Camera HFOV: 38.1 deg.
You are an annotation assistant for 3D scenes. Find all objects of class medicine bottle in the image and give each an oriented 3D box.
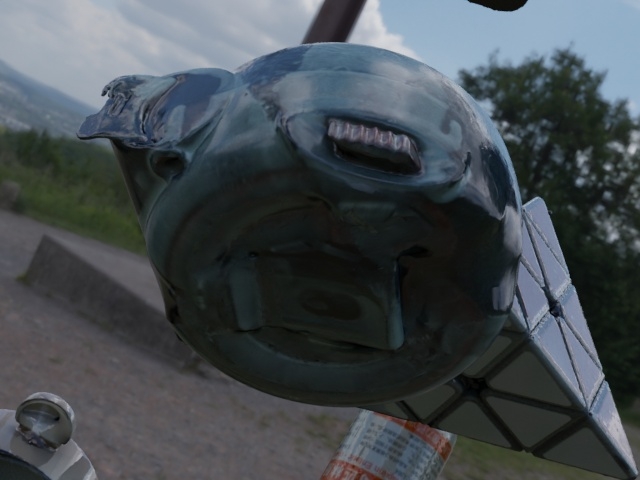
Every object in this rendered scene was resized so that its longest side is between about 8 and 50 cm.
[{"bbox_3d":[0.071,0.336,1.249,0.144,0.252,0.144,26,-22,12],"label":"medicine bottle"}]

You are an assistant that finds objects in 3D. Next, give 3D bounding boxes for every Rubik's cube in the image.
[{"bbox_3d":[0.166,0.087,0.893,0.233,0.229,0.229,1,13,-21],"label":"Rubik's cube"}]

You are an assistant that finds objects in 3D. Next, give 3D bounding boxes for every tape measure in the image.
[{"bbox_3d":[0.000,0.000,0.639,0.274,0.147,0.256,-2,-49,11],"label":"tape measure"}]

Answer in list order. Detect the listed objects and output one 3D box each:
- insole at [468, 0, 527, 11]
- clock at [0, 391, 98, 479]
[{"bbox_3d":[0.130,-0.400,1.297,0.348,0.009,0.119,19,-29,-2],"label":"insole"},{"bbox_3d":[-0.264,0.223,0.779,0.155,0.229,0.063,31,26,-3],"label":"clock"}]
